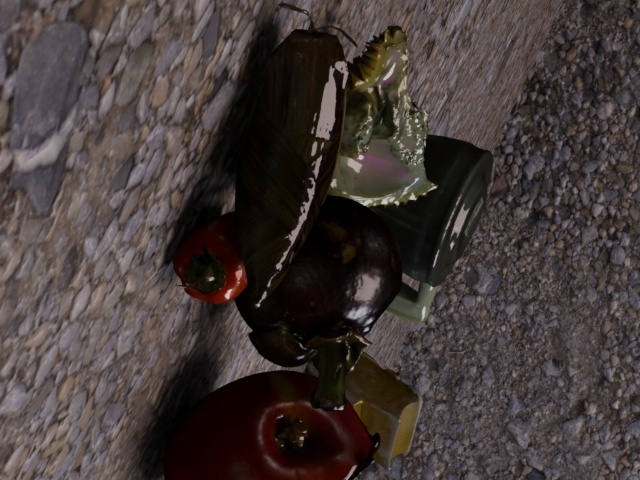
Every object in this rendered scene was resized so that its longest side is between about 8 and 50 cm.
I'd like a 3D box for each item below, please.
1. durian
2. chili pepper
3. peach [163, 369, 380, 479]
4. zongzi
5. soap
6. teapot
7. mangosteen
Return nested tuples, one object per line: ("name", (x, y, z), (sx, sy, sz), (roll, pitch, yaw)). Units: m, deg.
("durian", (0.062, -0.151, 1.294), (0.172, 0.166, 0.306), (-58, 156, -35))
("chili pepper", (-0.119, 0.026, 1.086), (0.084, 0.086, 0.192), (-50, 176, 22))
("peach", (-0.100, 0.292, 1.358), (0.258, 0.201, 0.361), (-45, -171, -27))
("zongzi", (-0.029, -0.090, 1.033), (0.241, 0.111, 0.248), (-89, -167, -53))
("soap", (0.089, 0.369, 2.156), (0.143, 0.259, 0.281), (-49, 158, -31))
("teapot", (0.143, -0.051, 1.633), (0.240, 0.239, 0.322), (-57, 160, -25))
("mangosteen", (0.006, 0.084, 1.278), (0.231, 0.231, 0.289), (67, 7, -73))
